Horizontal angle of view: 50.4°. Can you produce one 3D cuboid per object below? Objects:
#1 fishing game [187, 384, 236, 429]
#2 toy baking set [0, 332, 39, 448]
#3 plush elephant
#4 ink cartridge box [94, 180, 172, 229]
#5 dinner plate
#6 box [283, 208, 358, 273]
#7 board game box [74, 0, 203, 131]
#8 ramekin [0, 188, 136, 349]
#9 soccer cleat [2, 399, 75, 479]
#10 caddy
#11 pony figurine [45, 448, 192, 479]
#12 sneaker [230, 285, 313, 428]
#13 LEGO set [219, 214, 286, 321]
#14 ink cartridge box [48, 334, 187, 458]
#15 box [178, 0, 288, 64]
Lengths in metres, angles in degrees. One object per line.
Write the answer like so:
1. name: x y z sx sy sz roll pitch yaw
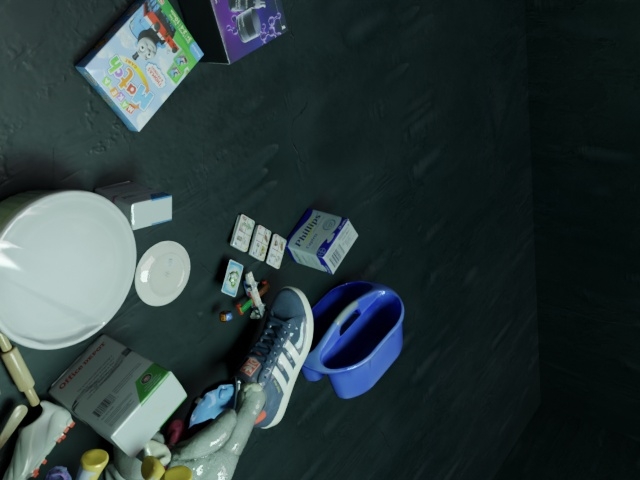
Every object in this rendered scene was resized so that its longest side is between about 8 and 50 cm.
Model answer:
1. fishing game: -0.246 0.433 1.634 0.264 0.041 0.189 -43 126 -28
2. toy baking set: -0.586 0.278 1.163 0.197 0.030 0.256 -36 123 -31
3. plush elephant: -0.309 0.432 1.407 0.272 0.255 0.330 -54 -171 36
4. ink cartridge box: -0.347 -0.067 1.256 0.088 0.122 0.052 -19 121 -46
5. dinner plate: -0.325 0.071 1.421 0.141 0.017 0.141 -21 118 -47
6. box: 0.000 0.000 1.697 0.126 0.137 0.072 -56 138 -21
7. board game box: -0.326 -0.332 1.251 0.211 0.039 0.160 -56 140 -20
8. ramekin: -0.460 0.037 1.148 0.273 0.127 0.273 -22 120 -46
9. soccer cleat: -0.534 0.383 1.245 0.196 0.076 0.068 -53 -179 -3
10. caddy: 0.077 0.246 1.803 0.341 0.241 0.179 -43 138 -34
11. pony figurine: -0.407 0.535 1.173 0.351 0.303 0.363 -5 126 -34
12. sneaker: -0.126 0.277 1.587 0.148 0.131 0.350 10 94 -52
13. LEGO set: -0.176 0.083 1.600 0.182 0.060 0.244 32 67 -51
14. ink cartridge box: -0.381 0.286 1.274 0.153 0.208 0.087 -49 139 -27
15. box: -0.183 -0.502 1.319 0.184 0.103 0.261 -44 134 -36
